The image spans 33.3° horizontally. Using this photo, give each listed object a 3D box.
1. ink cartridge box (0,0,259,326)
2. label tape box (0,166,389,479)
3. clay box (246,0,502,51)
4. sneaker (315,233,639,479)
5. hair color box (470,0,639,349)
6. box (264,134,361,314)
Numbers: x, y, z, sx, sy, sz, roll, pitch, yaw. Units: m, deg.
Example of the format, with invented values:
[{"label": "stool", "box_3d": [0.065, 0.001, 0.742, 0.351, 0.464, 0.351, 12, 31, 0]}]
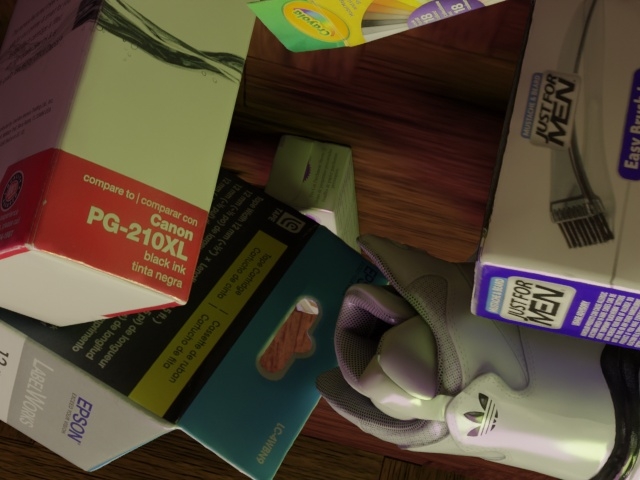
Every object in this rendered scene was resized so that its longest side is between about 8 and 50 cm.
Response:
[{"label": "ink cartridge box", "box_3d": [-0.132, -0.080, 0.641, 0.100, 0.237, 0.172, 24, 159, -32]}, {"label": "label tape box", "box_3d": [-0.152, 0.034, 0.809, 0.348, 0.249, 0.115, 31, 132, 3]}, {"label": "clay box", "box_3d": [0.060, -0.155, 0.467, 0.222, 0.053, 0.127, -12, 156, 21]}, {"label": "sneaker", "box_3d": [0.111, 0.046, 0.773, 0.210, 0.137, 0.366, 13, -160, -8]}, {"label": "hair color box", "box_3d": [0.266, -0.023, 0.587, 0.339, 0.185, 0.110, 12, 161, 9]}, {"label": "box", "box_3d": [0.000, 0.000, 1.032, 0.063, 0.067, 0.324, 11, 162, 8]}]
